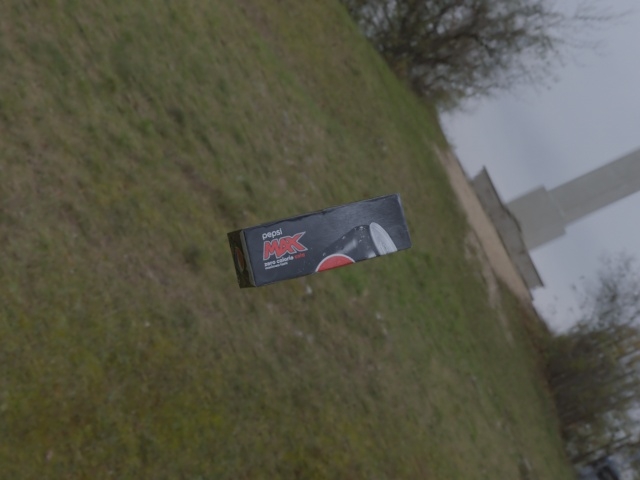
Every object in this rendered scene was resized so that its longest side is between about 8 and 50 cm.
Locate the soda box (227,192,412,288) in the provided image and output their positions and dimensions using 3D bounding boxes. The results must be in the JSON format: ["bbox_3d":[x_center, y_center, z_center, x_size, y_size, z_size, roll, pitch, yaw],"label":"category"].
[{"bbox_3d":[0.000,0.000,0.910,0.053,0.169,0.060,169,-93,-69],"label":"soda box"}]
